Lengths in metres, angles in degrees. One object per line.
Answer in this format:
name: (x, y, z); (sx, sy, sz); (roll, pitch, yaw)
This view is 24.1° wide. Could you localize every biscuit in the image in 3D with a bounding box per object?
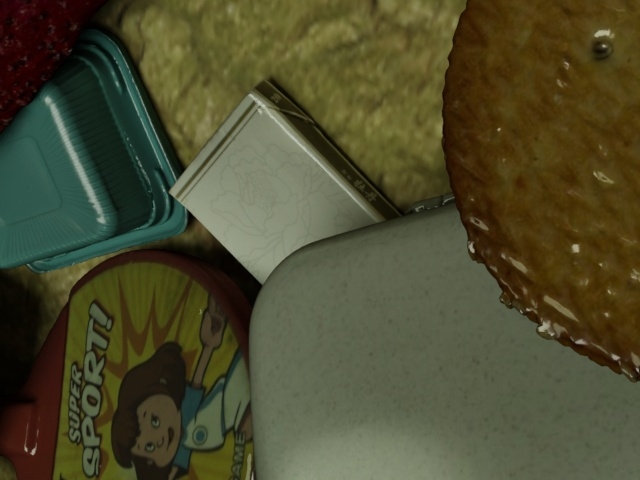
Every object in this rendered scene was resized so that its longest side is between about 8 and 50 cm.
biscuit: (0.198, -0.072, 0.723); (0.305, 0.038, 0.305); (-7, 74, 27)

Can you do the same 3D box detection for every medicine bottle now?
medicine bottle: (0.134, 0.093, 0.816); (0.375, 0.123, 0.282); (-14, 75, 28)

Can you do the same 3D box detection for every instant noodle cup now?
instant noodle cup: (-0.192, -0.052, 1.053); (0.179, 0.070, 0.157); (-15, 103, 38)

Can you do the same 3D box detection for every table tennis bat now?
table tennis bat: (-0.163, 0.141, 1.082); (0.414, 0.051, 0.268); (-2, 80, 49)

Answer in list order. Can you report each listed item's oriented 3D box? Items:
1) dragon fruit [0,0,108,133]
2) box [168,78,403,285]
dragon fruit: (-0.267, -0.160, 0.972); (0.262, 0.134, 0.211); (-46, 58, 19)
box: (0.000, 0.000, 0.979); (0.198, 0.029, 0.109); (45, 127, 3)
